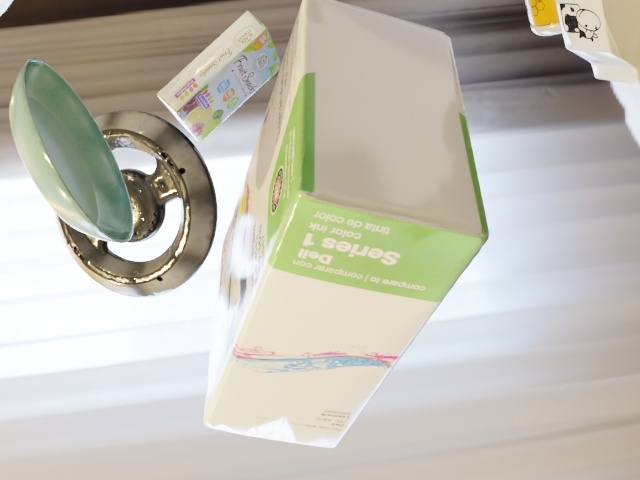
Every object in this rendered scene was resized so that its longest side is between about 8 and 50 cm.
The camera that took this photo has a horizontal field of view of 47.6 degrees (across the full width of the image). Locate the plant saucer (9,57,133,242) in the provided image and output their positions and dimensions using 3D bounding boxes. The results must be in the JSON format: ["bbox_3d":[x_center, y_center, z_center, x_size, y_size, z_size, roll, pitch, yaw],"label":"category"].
[{"bbox_3d":[-0.151,-0.049,0.434,0.119,0.021,0.119,-24,-90,-87],"label":"plant saucer"}]

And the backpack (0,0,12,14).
[{"bbox_3d":[-0.290,-0.270,0.573,0.166,0.144,0.188,-56,11,2],"label":"backpack"}]

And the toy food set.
[{"bbox_3d":[0.216,-0.113,0.416,0.232,0.111,0.104,41,155,63],"label":"toy food set"}]

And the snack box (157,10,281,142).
[{"bbox_3d":[-0.115,-0.189,0.856,0.037,0.141,0.100,45,176,13],"label":"snack box"}]

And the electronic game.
[{"bbox_3d":[-0.229,-0.042,0.882,0.048,0.229,0.229,-30,-64,-67],"label":"electronic game"}]

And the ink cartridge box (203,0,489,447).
[{"bbox_3d":[0.000,0.000,0.544,0.278,0.117,0.201,115,161,-46],"label":"ink cartridge box"}]
